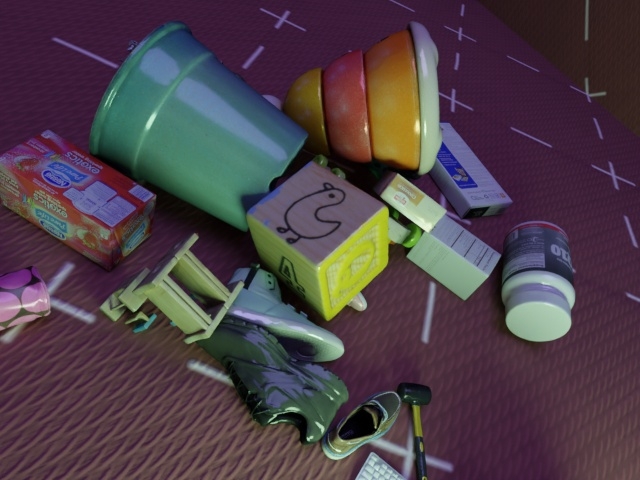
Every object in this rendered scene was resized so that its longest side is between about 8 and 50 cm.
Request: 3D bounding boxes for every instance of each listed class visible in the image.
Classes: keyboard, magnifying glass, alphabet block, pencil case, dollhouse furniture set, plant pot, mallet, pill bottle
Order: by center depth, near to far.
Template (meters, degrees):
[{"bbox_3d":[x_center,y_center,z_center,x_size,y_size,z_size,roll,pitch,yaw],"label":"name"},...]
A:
[{"bbox_3d":[-0.538,0.098,0.747,0.210,0.095,0.098,-12,40,-35],"label":"pencil case"},{"bbox_3d":[0.170,0.462,0.798,0.256,0.014,0.072,37,45,10],"label":"keyboard"},{"bbox_3d":[-0.257,0.095,0.845,0.129,0.184,0.129,51,42,-20],"label":"dollhouse furniture set"},{"bbox_3d":[0.170,0.350,0.886,0.063,0.039,0.189,19,49,-10],"label":"mallet"},{"bbox_3d":[0.000,0.000,0.948,0.197,0.193,0.192,35,65,29],"label":"alphabet block"},{"bbox_3d":[-0.228,-0.208,1.020,0.334,0.341,0.341,33,44,-7],"label":"plant pot"},{"bbox_3d":[0.531,0.096,1.190,0.161,0.161,0.283,26,45,-2],"label":"pill bottle"},{"bbox_3d":[0.154,-0.218,1.395,0.231,0.026,0.092,30,45,4],"label":"magnifying glass"}]

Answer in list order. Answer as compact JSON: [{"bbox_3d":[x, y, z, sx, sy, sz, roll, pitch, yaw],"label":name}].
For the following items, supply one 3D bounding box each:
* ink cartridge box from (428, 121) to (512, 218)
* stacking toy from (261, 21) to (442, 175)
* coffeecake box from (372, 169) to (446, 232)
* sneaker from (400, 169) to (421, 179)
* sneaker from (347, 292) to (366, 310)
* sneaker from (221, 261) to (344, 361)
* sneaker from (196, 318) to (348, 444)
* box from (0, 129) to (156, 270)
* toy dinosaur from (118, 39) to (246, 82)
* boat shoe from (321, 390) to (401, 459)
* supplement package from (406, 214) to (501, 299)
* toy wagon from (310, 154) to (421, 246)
[{"bbox_3d":[0.414,-0.227,1.496,0.176,0.069,0.370,-7,57,-29],"label":"ink cartridge box"},{"bbox_3d":[0.033,-0.313,1.170,0.481,0.350,0.350,-5,48,6],"label":"stacking toy"},{"bbox_3d":[0.208,-0.100,1.168,0.142,0.068,0.185,36,10,-7],"label":"coffeecake box"},{"bbox_3d":[0.276,-0.242,1.418,0.106,0.078,0.234,17,30,-19],"label":"sneaker"},{"bbox_3d":[0.032,0.110,1.028,0.070,0.051,0.134,-37,78,-28],"label":"sneaker"},{"bbox_3d":[-0.066,0.130,0.931,0.256,0.094,0.151,22,42,-7],"label":"sneaker"},{"bbox_3d":[-0.097,0.236,0.820,0.287,0.109,0.130,28,54,6],"label":"sneaker"},{"bbox_3d":[-0.457,-0.077,0.914,0.257,0.122,0.128,31,44,4],"label":"box"},{"bbox_3d":[-0.360,-0.442,1.317,0.314,0.121,0.160,24,57,-10],"label":"toy dinosaur"},{"bbox_3d":[0.086,0.317,0.851,0.183,0.066,0.066,-25,65,-39],"label":"boat shoe"},{"bbox_3d":[0.324,0.037,1.186,0.179,0.105,0.105,38,46,10],"label":"supplement package"},{"bbox_3d":[0.086,-0.103,1.165,0.267,0.068,0.344,32,10,-28],"label":"toy wagon"}]
